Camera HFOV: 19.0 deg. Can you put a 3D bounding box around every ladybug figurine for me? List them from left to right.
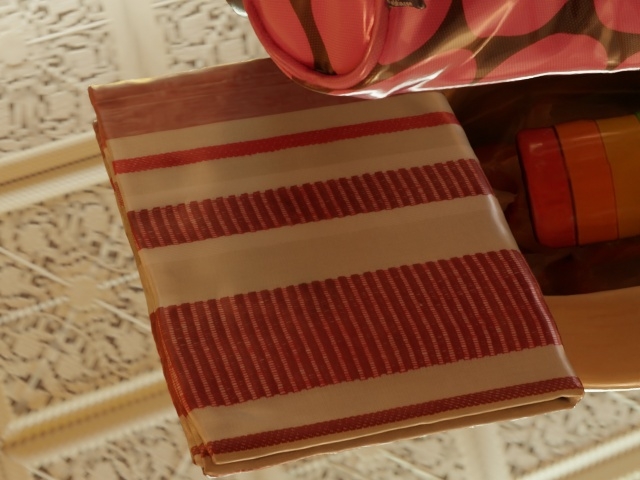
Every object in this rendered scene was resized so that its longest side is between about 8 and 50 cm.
[{"bbox_3d":[0.216,-0.032,1.373,0.449,0.162,0.305,-5,-110,1],"label":"ladybug figurine"}]

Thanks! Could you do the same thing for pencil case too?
[{"bbox_3d":[0.082,-0.102,0.638,0.209,0.095,0.098,-10,-60,-33],"label":"pencil case"}]

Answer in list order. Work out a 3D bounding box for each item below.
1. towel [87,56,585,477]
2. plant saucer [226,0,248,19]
[{"bbox_3d":[0.000,0.000,1.195,0.237,0.329,0.037,-10,-43,-12],"label":"towel"},{"bbox_3d":[0.009,-0.294,1.289,0.050,0.310,0.311,17,-94,18],"label":"plant saucer"}]
